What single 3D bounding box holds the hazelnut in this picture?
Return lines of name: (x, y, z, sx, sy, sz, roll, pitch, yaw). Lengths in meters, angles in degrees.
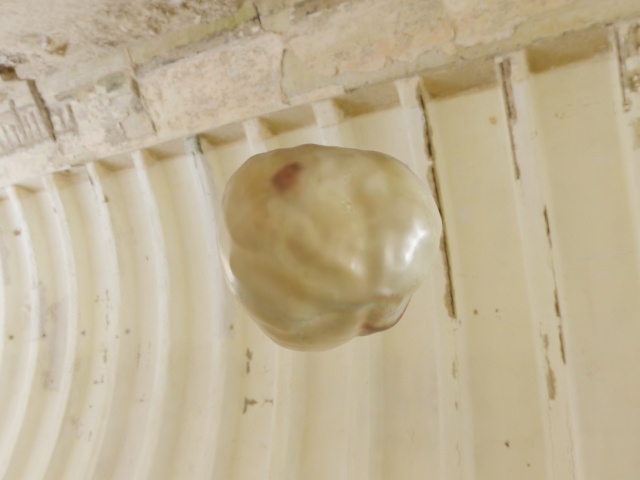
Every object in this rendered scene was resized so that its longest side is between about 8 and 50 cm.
hazelnut: (0.000, 0.000, 0.617, 0.261, 0.261, 0.241, -14, -136, 2)
